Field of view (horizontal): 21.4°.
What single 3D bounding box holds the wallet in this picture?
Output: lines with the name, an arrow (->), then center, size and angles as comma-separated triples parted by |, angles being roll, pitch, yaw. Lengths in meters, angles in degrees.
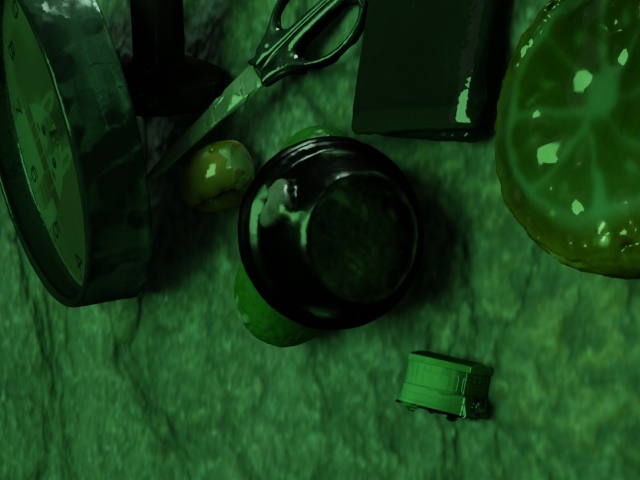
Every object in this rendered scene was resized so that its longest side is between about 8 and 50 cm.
wallet -> 0.107, -0.214, 1.566 | 0.168, 0.052, 0.245 | 5, 84, 46

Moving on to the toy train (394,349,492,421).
toy train -> 0.112, 0.132, 1.525 | 0.093, 0.038, 0.056 | 9, 90, 46

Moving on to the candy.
candy -> 0.253, -0.094, 1.361 | 0.260, 0.118, 0.260 | -13, 73, 49

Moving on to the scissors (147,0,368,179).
scissors -> -0.072, -0.157, 1.706 | 0.300, 0.022, 0.109 | -43, 55, 16

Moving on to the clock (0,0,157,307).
clock -> -0.281, -0.114, 1.803 | 0.386, 0.076, 0.386 | 49, 147, 47

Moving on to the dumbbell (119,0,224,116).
dumbbell -> -0.169, -0.247, 1.749 | 0.140, 0.124, 0.225 | 25, 123, 44

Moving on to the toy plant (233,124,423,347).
toy plant -> 0.000, 0.000, 1.578 | 0.235, 0.175, 0.218 | -168, 94, -73

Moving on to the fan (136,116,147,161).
fan -> -0.218, -0.137, 1.911 | 0.226, 0.008, 0.153 | -43, 57, 35

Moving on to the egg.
egg -> -0.108, -0.064, 1.744 | 0.083, 0.071, 0.071 | -24, 67, 20
